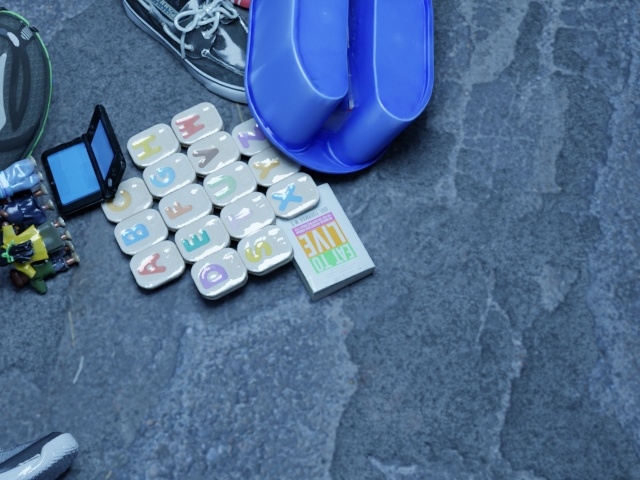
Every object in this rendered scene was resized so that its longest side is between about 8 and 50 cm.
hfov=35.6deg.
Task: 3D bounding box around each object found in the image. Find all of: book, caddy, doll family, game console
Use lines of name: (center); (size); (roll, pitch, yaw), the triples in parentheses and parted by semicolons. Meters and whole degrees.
book: (0.000, 0.000, 1.375); (0.096, 0.035, 0.144); (-25, 67, -13)
caddy: (0.020, -0.264, 1.405); (0.241, 0.179, 0.342); (13, 64, -23)
doll family: (-0.400, -0.020, 1.313); (0.111, 0.076, 0.193); (-26, 94, -18)
game console: (-0.330, -0.113, 1.382); (0.071, 0.107, 0.122); (-5, 54, -34)

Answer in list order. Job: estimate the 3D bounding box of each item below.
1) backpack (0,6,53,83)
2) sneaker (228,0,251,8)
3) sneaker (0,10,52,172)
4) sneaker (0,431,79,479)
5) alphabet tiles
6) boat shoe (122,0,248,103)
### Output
backpack: (-0.443, -0.257, 1.433); (0.084, 0.105, 0.114); (-33, 73, 10)
sneaker: (-0.112, -0.412, 1.536); (0.067, 0.042, 0.119); (12, 69, 0)
sneaker: (-0.522, -0.097, 1.278); (0.185, 0.202, 0.483); (39, 80, -6)
sneaker: (-0.440, 0.267, 1.208); (0.268, 0.101, 0.153); (-28, 73, -10)
alphabet tiles: (-0.155, -0.061, 1.382); (0.277, 0.021, 0.284); (-27, 66, -7)
boat shoe: (-0.173, -0.319, 1.461); (0.306, 0.105, 0.113); (42, 73, 15)
